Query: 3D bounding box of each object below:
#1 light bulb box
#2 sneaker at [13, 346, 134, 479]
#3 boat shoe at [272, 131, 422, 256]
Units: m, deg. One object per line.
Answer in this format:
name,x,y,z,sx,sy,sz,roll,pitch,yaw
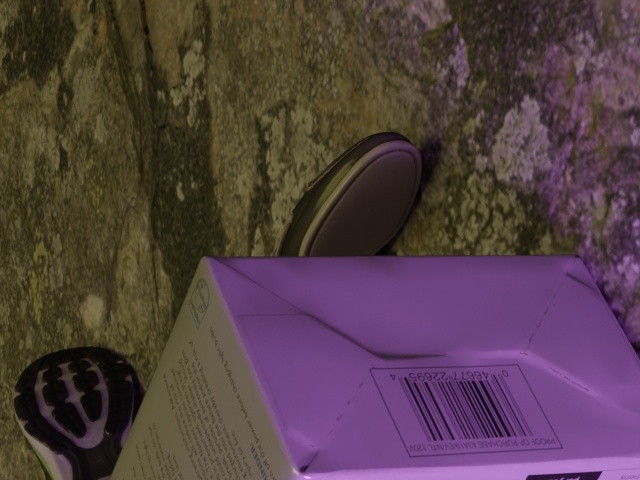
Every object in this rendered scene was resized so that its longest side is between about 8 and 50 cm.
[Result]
light bulb box,0.040,0.209,1.535,0.361,0.357,0.225,-65,36,39
sneaker,-0.285,0.305,2.360,0.410,0.158,0.182,-115,20,-44
boat shoe,0.000,0.000,1.855,0.095,0.112,0.335,60,143,34
